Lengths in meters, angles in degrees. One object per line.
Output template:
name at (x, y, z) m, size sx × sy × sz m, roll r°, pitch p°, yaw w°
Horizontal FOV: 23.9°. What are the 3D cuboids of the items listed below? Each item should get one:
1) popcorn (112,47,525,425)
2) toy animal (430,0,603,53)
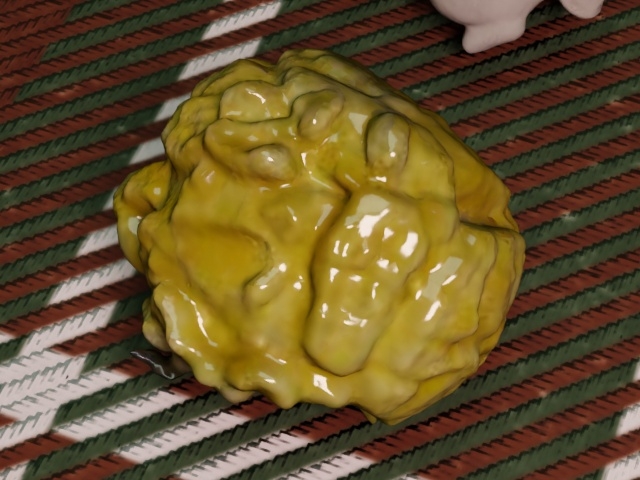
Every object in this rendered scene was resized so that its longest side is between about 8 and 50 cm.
popcorn at (-0.004, 0.007, 0.906) m, size 0.249 × 0.249 × 0.225 m, roll 31°, pitch 91°, yaw 20°
toy animal at (0.091, -0.279, 1.126) m, size 0.208 × 0.154 × 0.325 m, roll -7°, pitch 51°, yaw -11°
